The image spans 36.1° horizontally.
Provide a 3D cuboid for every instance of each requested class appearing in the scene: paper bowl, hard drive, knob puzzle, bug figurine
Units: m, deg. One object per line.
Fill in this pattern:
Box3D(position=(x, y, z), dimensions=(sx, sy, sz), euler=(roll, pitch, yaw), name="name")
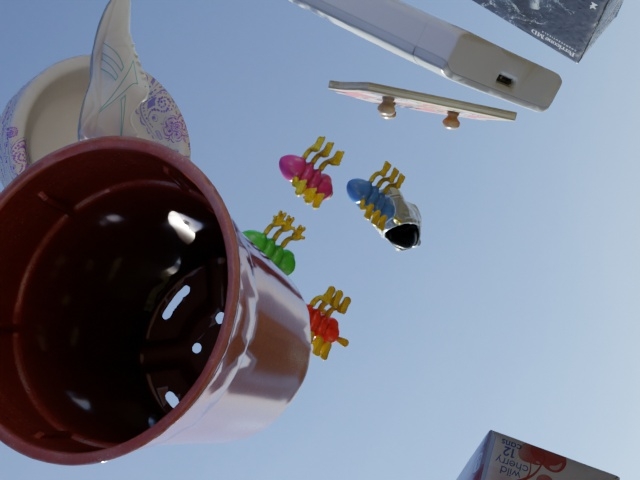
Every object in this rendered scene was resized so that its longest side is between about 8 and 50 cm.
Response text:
Box3D(position=(-0.357, -0.133, 1.519), dimensions=(0.284, 0.148, 0.284), euler=(4, -97, -33), name="paper bowl")
Box3D(position=(0.047, -0.233, 0.990), dimensions=(0.233, 0.353, 0.047), euler=(3, -64, -55), name="hard drive")
Box3D(position=(0.097, -0.147, 1.095), dimensions=(0.213, 0.213, 0.030), euler=(-2, -76, -64), name="knob puzzle")
Box3D(position=(0.000, 0.000, 1.257), dimensions=(0.216, 0.072, 0.279), euler=(41, -116, -34), name="bug figurine")

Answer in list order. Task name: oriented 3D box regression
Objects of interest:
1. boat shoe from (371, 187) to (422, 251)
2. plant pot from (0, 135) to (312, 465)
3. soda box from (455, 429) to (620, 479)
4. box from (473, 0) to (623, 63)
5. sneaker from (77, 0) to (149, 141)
Box3D(position=(0.127, -0.021, 1.615), dimensions=(0.227, 0.079, 0.081), euler=(39, -150, -70), name="boat shoe")
Box3D(position=(-0.144, 0.076, 0.912), dimensions=(0.265, 0.272, 0.273), euler=(37, -123, -65), name="plant pot")
Box3D(position=(0.120, 0.233, 0.705), dimensions=(0.263, 0.092, 0.083), euler=(101, -171, -56), name="soda box")
Box3D(position=(0.265, -0.307, 1.096), dimensions=(0.093, 0.156, 0.158), euler=(-51, -14, -19), name="box")
Box3D(position=(-0.195, -0.163, 0.953), dimensions=(0.053, 0.061, 0.152), euler=(172, 107, -76), name="sneaker")
